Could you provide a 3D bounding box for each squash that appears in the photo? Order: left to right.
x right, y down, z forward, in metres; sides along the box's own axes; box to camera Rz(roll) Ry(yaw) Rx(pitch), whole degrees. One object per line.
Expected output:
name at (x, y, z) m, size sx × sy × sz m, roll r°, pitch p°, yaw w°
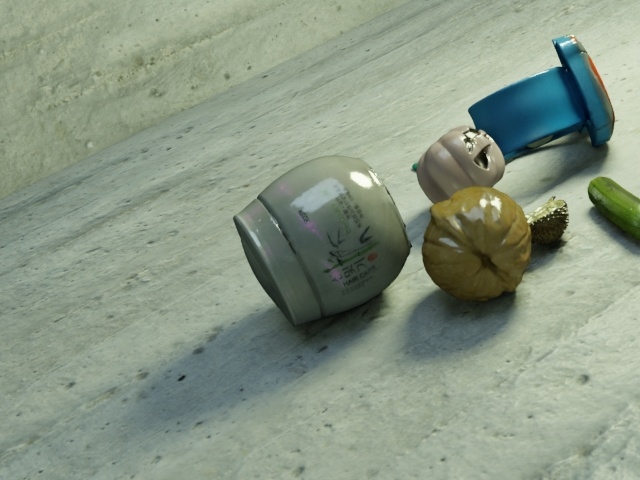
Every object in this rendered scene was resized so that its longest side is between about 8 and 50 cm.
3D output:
squash at (0.540, -0.058, 1.803) m, size 0.066 × 0.066 × 0.229 m, roll -20°, pitch 24°, yaw -2°

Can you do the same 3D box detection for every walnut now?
walnut at (0.264, 0.004, 1.728) m, size 0.213 × 0.213 × 0.213 m, roll -15°, pitch 25°, yaw 7°

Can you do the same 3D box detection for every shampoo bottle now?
shampoo bottle at (0.000, 0.000, 1.812) m, size 0.266 × 0.273 × 0.273 m, roll -30°, pitch 27°, yaw -10°

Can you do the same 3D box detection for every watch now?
watch at (0.456, -0.274, 2.134) m, size 0.274 × 0.241 × 0.305 m, roll -23°, pitch -5°, yaw 7°

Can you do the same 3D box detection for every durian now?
durian at (0.405, -0.029, 1.829) m, size 0.110 × 0.071 × 0.140 m, roll -13°, pitch 20°, yaw 44°

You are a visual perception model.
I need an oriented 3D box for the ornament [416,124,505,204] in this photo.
ornament at (0.284, -0.135, 2.017) m, size 0.177 × 0.177 × 0.177 m, roll -15°, pitch 25°, yaw 7°

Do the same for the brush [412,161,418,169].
brush at (0.269, -0.165, 2.247) m, size 0.043 × 0.032 × 0.193 m, roll -32°, pitch 30°, yaw -26°
